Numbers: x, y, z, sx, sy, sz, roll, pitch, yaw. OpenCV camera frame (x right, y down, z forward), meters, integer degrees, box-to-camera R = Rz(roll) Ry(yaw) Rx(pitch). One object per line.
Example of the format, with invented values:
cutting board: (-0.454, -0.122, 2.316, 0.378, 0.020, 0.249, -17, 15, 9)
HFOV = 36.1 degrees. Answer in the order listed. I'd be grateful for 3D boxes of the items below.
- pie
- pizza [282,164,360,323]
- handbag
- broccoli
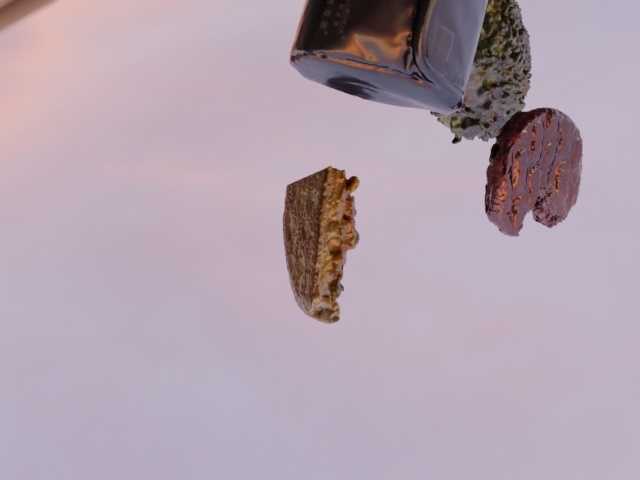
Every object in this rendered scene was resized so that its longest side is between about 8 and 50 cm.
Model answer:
pie: (0.331, -0.104, 1.517, 0.218, 0.204, 0.054, 5, -171, -43)
pizza: (-0.013, 0.013, 1.720, 0.268, 0.087, 0.258, 173, -74, -70)
handbag: (0.128, -0.329, 1.294, 0.178, 0.275, 0.302, -176, -77, -79)
broccoli: (0.259, -0.358, 1.889, 0.281, 0.348, 0.293, -4, -175, 24)
